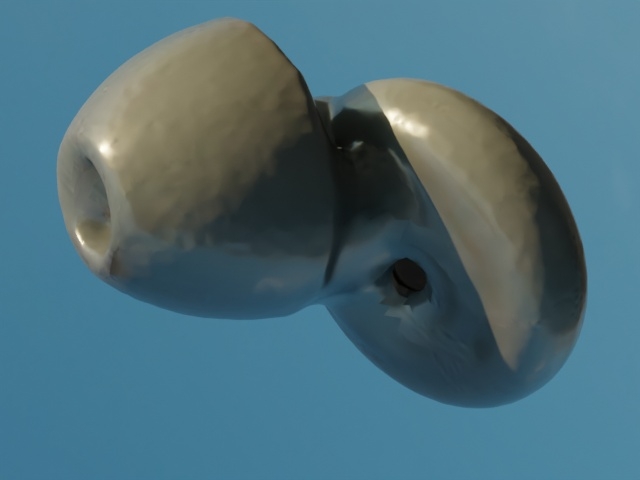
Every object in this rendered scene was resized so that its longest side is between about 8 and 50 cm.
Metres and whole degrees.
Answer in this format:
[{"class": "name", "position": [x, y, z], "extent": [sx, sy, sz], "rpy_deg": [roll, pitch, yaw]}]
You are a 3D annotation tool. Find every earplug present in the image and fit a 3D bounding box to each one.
[{"class": "earplug", "position": [0.003, -0.009, 1.109], "extent": [0.325, 0.214, 0.175], "rpy_deg": [22, -132, -3]}]
